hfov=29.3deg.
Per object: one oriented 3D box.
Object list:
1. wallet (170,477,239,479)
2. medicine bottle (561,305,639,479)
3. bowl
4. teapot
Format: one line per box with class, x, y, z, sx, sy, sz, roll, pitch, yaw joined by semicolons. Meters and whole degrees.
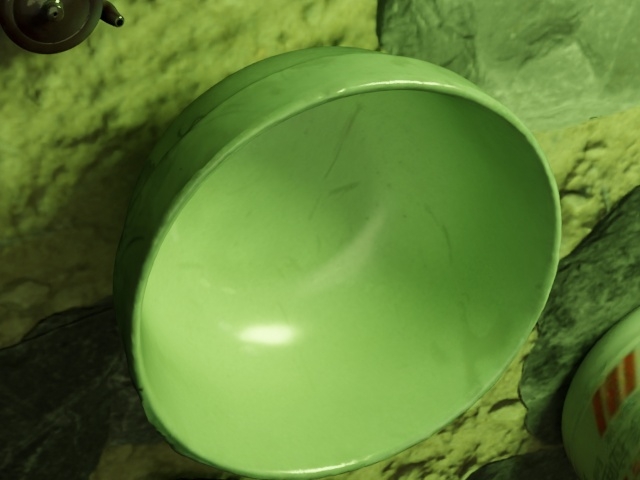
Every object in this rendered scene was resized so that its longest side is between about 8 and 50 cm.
wallet;-0.065;0.310;1.102;0.262;0.071;0.221;9;114;-32
medicine bottle;0.384;0.216;1.056;0.256;0.325;0.256;-11;128;-15
bowl;0.000;0.000;0.840;0.307;0.163;0.307;-11;126;-16
teapot;-0.168;-0.146;0.741;0.100;0.045;0.068;8;118;-29
